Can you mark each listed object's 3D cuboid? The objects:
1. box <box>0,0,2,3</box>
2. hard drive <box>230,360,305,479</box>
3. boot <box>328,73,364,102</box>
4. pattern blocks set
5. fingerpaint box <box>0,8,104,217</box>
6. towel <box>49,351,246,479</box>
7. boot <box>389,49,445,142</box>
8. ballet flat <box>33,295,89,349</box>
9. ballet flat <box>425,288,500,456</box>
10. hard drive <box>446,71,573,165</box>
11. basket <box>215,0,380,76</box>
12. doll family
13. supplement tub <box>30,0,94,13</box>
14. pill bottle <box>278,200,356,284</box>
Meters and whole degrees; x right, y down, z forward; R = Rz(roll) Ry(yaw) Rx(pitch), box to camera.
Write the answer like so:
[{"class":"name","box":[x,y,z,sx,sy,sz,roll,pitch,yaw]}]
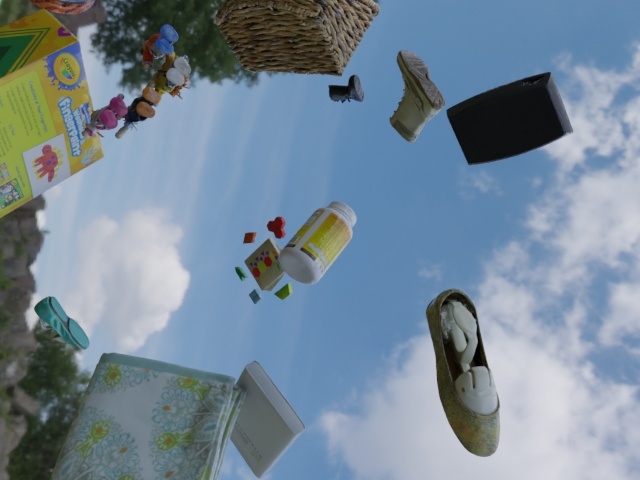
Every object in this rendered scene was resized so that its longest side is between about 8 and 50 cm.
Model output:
[{"class":"box","box":[-0.478,-0.384,0.938,0.105,0.043,0.179,9,-103,37]},{"class":"hard drive","box":[-0.157,0.454,1.650,0.203,0.040,0.307,50,-40,18]},{"class":"boot","box":[0.071,-0.452,1.973,0.099,0.121,0.045,9,-109,19]},{"class":"pattern blocks set","box":[-0.190,0.086,2.429,0.325,0.026,0.285,-31,-98,38]},{"class":"fingerpaint box","box":[-0.786,-0.313,1.708,0.163,0.371,0.444,42,-28,17]},{"class":"towel","box":[-0.388,0.440,1.528,0.090,0.375,0.320,90,12,-54]},{"class":"boot","box":[0.235,-0.388,1.783,0.213,0.077,0.165,66,-34,23]},{"class":"ballet flat","box":[-0.873,0.284,2.216,0.083,0.087,0.247,-105,173,-52]},{"class":"ballet flat","box":[0.293,0.250,1.333,0.123,0.123,0.348,-48,-141,43]},{"class":"hard drive","box":[0.432,-0.270,1.533,0.255,0.172,0.054,-16,-157,32]},{"class":"basket","box":[-0.057,-0.522,1.484,0.299,0.213,0.223,13,-117,33]},{"class":"doll family","box":[-0.322,-0.269,1.233,0.263,0.118,0.163,-57,-154,-11]},{"class":"supplement tub","box":[-0.425,-0.557,1.133,0.316,0.194,0.193,-45,-134,48]},{"class":"pill bottle","box":[0.000,0.000,1.635,0.215,0.117,0.117,-50,-165,-32]}]
